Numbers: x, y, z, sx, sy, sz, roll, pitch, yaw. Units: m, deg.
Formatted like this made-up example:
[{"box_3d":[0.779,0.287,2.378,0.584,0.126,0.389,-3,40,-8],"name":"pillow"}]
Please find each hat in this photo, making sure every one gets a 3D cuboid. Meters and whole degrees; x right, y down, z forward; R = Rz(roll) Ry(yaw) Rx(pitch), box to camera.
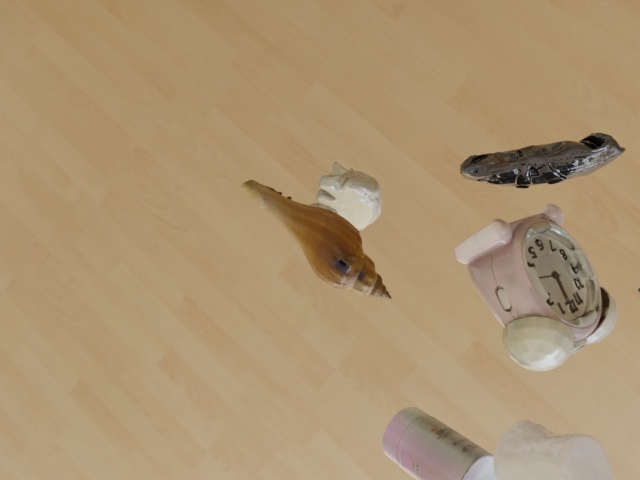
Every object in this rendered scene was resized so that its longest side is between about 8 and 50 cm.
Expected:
[{"box_3d":[0.408,0.390,1.148,0.126,0.203,0.203,-36,79,51],"name":"hat"}]

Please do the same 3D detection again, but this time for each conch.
[{"box_3d":[0.000,0.002,1.179,0.330,0.093,0.109,39,102,-15],"name":"conch"}]

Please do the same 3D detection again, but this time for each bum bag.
[{"box_3d":[0.469,-0.162,1.457,0.340,0.144,0.095,-9,75,28],"name":"bum bag"}]

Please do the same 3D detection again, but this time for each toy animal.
[{"box_3d":[0.068,-0.150,1.907,0.266,0.308,0.188,5,65,34],"name":"toy animal"}]

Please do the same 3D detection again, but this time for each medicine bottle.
[{"box_3d":[0.284,0.521,1.639,0.254,0.152,0.152,25,104,49],"name":"medicine bottle"}]

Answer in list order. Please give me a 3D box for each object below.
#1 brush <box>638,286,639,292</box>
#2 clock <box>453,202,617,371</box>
[{"box_3d":[0.835,0.119,1.644,0.014,0.164,0.051,44,73,-14],"name":"brush"},{"box_3d":[0.486,0.105,1.509,0.326,0.342,0.184,61,142,15],"name":"clock"}]
